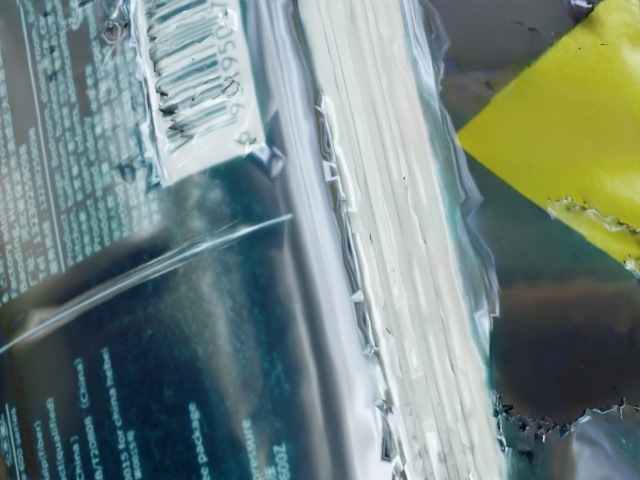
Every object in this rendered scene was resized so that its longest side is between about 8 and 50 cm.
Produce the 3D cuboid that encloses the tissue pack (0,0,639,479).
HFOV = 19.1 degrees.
[{"bbox_3d":[0.000,0.000,0.813,0.253,0.416,0.264,3,-21,-41],"label":"tissue pack"}]
